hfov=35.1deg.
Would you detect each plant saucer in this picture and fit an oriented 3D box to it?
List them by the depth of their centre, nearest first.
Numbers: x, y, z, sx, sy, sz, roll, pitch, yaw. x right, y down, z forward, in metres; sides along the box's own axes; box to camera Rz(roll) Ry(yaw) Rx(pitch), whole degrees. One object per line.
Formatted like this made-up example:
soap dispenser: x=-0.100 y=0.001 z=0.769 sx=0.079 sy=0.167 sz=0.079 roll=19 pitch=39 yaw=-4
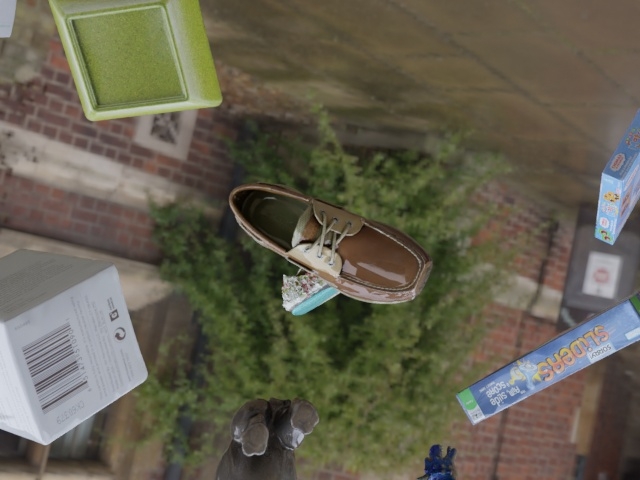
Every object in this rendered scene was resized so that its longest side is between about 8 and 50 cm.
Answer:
plant saucer: x=-0.235 y=-0.234 z=1.262 sx=0.188 sy=0.188 sz=0.045 roll=-6 pitch=-148 yaw=10

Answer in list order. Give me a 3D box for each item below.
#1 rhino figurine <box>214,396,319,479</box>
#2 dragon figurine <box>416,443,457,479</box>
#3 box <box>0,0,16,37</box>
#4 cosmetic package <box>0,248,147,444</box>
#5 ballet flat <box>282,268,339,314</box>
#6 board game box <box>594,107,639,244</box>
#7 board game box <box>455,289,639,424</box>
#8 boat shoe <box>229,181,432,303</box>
rhino figurine: x=-0.064 y=0.249 z=0.882 sx=0.073 sy=0.243 sz=0.106 roll=16 pitch=174 yaw=-11
dragon figurine: x=0.168 y=0.308 z=0.939 sx=0.144 sy=0.085 sz=0.289 roll=-11 pitch=-143 yaw=2
box: x=-0.360 y=-0.262 z=1.021 sx=0.087 sy=0.101 sz=0.101 roll=11 pitch=-169 yaw=-3
cosmetic package: x=-0.322 y=0.111 z=1.132 sx=0.184 sy=0.151 sz=0.151 roll=8 pitch=-152 yaw=40
ballet flat: x=0.030 y=0.044 z=1.682 sx=0.241 sy=0.077 sz=0.091 roll=-27 pitch=158 yaw=20
board game box: x=0.489 y=-0.109 z=1.600 sx=0.039 sy=0.160 sz=0.211 roll=27 pitch=161 yaw=22
board game box: x=0.238 y=0.099 z=0.942 sx=0.201 sy=0.035 sz=0.136 roll=-37 pitch=167 yaw=38
boat shoe: x=0.000 y=0.000 z=1.469 sx=0.324 sy=0.122 sz=0.120 roll=21 pitch=179 yaw=26
